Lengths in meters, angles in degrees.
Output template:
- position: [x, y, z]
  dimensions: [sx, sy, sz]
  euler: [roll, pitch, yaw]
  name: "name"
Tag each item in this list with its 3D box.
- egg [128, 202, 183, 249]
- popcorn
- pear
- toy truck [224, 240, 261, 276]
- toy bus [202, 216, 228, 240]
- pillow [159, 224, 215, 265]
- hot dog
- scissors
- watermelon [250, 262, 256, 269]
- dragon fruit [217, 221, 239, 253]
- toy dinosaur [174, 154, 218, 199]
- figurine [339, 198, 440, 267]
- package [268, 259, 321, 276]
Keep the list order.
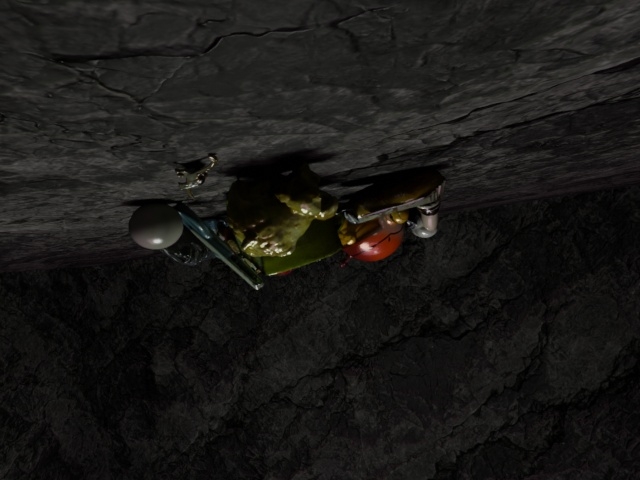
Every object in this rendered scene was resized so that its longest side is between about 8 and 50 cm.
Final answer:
- position: [-0.362, -0.032, 1.115]
  dimensions: [0.103, 0.103, 0.135]
  euler: [-9, -178, 20]
  name: "egg"
- position: [-0.071, -0.063, 0.916]
  dimensions: [0.195, 0.173, 0.168]
  euler: [-34, -151, 17]
  name: "popcorn"
- position: [-0.067, -0.042, 1.136]
  dimensions: [0.292, 0.160, 0.292]
  euler: [-7, -169, 1]
  name: "pear"
- position: [-0.194, 0.012, 1.936]
  dimensions: [0.254, 0.181, 0.405]
  euler: [-34, 165, 24]
  name: "toy truck"
- position: [-0.338, -0.033, 1.598]
  dimensions: [0.060, 0.075, 0.123]
  euler: [-8, 178, 13]
  name: "toy bus"
- position: [-0.409, 0.013, 1.596]
  dimensions: [0.093, 0.161, 0.335]
  euler: [-51, 178, 5]
  name: "pillow"
- position: [0.171, -0.111, 1.225]
  dimensions: [0.270, 0.082, 0.162]
  euler: [-17, -171, 14]
  name: "hot dog"
- position: [-0.246, 0.017, 1.223]
  dimensions: [0.041, 0.289, 0.138]
  euler: [-51, -166, -19]
  name: "scissors"
- position: [-0.112, -0.042, 1.339]
  dimensions: [0.231, 0.146, 0.128]
  euler: [-35, -172, -15]
  name: "watermelon"
- position: [-0.175, -0.027, 1.531]
  dimensions: [0.268, 0.130, 0.295]
  euler: [-11, 178, -7]
  name: "dragon fruit"
- position: [-0.209, -0.099, 0.806]
  dimensions: [0.058, 0.037, 0.180]
  euler: [-2, 175, -25]
  name: "toy dinosaur"
- position: [0.185, -0.049, 1.510]
  dimensions: [0.322, 0.196, 0.320]
  euler: [-18, -175, -5]
  name: "figurine"
- position: [-0.070, 0.043, 1.884]
  dimensions: [0.071, 0.194, 0.269]
  euler: [26, -160, 32]
  name: "package"
